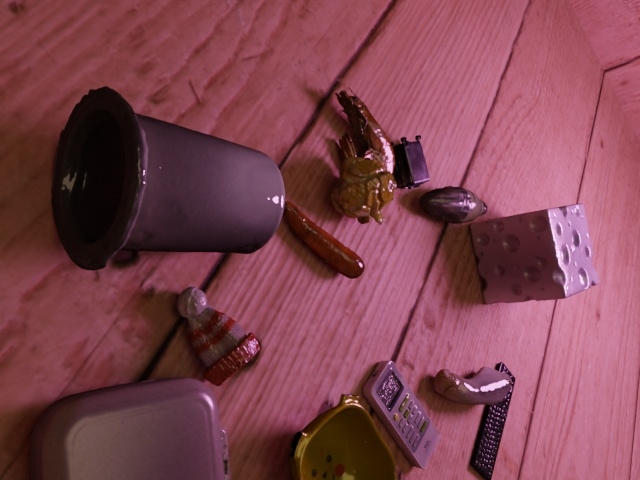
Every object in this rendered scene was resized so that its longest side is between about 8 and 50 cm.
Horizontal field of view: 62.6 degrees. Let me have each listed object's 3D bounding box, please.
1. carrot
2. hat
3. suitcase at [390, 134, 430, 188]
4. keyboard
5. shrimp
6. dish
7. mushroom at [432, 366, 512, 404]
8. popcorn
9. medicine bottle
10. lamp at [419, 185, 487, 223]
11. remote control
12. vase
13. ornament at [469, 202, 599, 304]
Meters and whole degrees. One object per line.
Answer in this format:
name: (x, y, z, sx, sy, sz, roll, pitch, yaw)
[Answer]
carrot: (0.000, 0.000, 1.080, 0.248, 0.059, 0.059, 40, 56, -25)
hat: (-0.180, 0.149, 0.876, 0.162, 0.093, 0.112, 49, 40, 0)
suitcase: (0.223, -0.194, 1.322, 0.086, 0.059, 0.126, -17, 92, -42)
keyboard: (0.472, 0.483, 1.428, 0.101, 0.018, 0.309, 48, 53, -25)
shrimp: (0.096, -0.229, 1.214, 0.150, 0.068, 0.248, -41, 114, -34)
dish: (0.019, 0.423, 0.966, 0.221, 0.108, 0.262, -31, 103, -42)
mushroom: (0.389, 0.369, 1.329, 0.278, 0.099, 0.096, 8, 70, -38)
popcorn: (0.096, -0.106, 1.136, 0.141, 0.135, 0.162, -21, 97, -49)
medicine bottle: (-0.251, 0.386, 0.717, 0.282, 0.123, 0.375, 1, 81, -44)
lamp: (0.353, -0.094, 1.391, 0.250, 0.101, 0.101, 4, 78, -40)
remote control: (0.184, 0.389, 1.175, 0.103, 0.034, 0.250, -46, 111, -39)
vase: (-0.216, -0.078, 0.801, 0.291, 0.245, 0.245, 4, 78, -51)
ornament: (0.607, 0.038, 1.500, 0.239, 0.240, 0.239, -9, 87, -42)
